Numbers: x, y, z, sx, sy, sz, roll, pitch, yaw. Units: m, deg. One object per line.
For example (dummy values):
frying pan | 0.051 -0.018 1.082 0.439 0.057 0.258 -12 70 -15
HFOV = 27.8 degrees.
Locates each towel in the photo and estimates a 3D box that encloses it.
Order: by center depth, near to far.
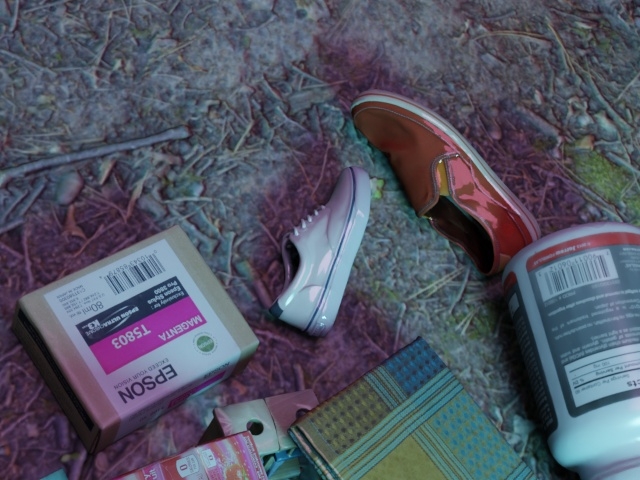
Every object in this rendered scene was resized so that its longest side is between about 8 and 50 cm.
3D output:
towel | 0.155 0.308 1.505 0.370 0.040 0.271 51 42 11

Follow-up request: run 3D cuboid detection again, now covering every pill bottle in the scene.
pill bottle | 0.378 0.177 1.678 0.210 0.210 0.363 -2 63 -21

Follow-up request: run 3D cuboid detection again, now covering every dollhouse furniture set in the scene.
dollhouse furniture set | -0.053 0.291 1.506 0.129 0.129 0.184 -9 64 -24

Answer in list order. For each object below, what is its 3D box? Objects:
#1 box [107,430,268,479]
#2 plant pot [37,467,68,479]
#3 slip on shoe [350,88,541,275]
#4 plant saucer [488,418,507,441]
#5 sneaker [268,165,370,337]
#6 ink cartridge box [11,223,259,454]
box | -0.112 0.371 1.365 0.300 0.154 0.142 68 18 8
plant pot | -0.333 0.394 1.266 0.293 0.293 0.235 -26 86 -30
slip on shoe | 0.162 -0.083 1.809 0.331 0.123 0.101 46 61 3
plant saucer | 0.129 0.283 1.587 0.277 0.041 0.278 20 39 -17
sneaker | 0.000 0.000 1.711 0.091 0.094 0.258 23 57 -11
ink cartridge box | -0.223 0.114 1.571 0.234 0.088 0.193 -28 73 -31
